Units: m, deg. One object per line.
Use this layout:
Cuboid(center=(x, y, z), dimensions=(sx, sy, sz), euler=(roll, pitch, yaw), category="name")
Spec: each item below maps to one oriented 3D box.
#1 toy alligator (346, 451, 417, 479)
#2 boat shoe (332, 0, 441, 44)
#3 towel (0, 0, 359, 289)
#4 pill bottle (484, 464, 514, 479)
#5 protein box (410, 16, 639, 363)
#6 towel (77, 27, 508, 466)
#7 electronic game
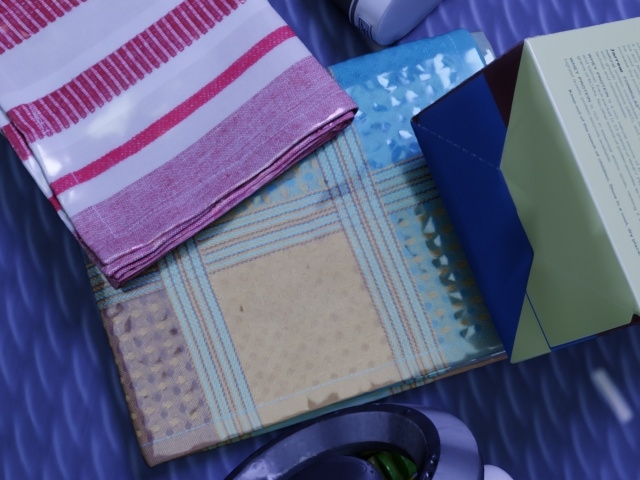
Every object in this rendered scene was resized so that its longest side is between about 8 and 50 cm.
Cuboid(center=(0.014, 0.198, 0.806), dimensions=(0.189, 0.051, 0.056), euler=(-29, 84, -7), category="toy alligator")
Cuboid(center=(0.122, -0.298, 0.855), dimensions=(0.306, 0.113, 0.105), euler=(-45, 74, 6), category="boat shoe")
Cuboid(center=(-0.160, -0.156, 0.831), dimensions=(0.237, 0.037, 0.329), euler=(-37, 78, -8), category="towel")
Cuboid(center=(0.038, 0.275, 0.750), dimensions=(0.264, 0.146, 0.146), euler=(-21, 84, -6), category="pill bottle")
Cuboid(center=(0.212, -0.044, 0.770), dimensions=(0.201, 0.136, 0.200), euler=(-17, 82, -35), category="protein box")
Cuboid(center=(0.000, 0.000, 0.842), dimensions=(0.370, 0.040, 0.272), euler=(-18, 83, -4), category="towel")
Cuboid(center=(0.004, 0.188, 0.720), dimensions=(0.229, 0.229, 0.048), euler=(-29, 109, -7), category="electronic game")
